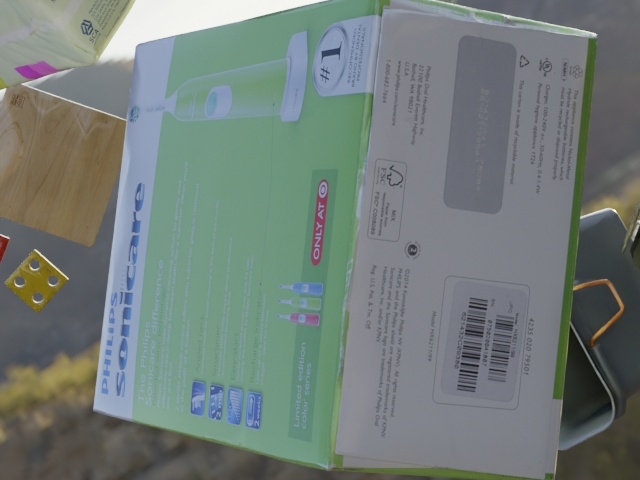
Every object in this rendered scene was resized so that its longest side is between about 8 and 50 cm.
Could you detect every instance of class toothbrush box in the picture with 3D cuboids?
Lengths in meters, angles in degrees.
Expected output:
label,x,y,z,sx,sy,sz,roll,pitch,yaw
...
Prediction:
label,x,y,z,sx,sy,sz,roll,pitch,yaw
toothbrush box,0.000,0.000,0.927,0.122,0.206,0.283,7,-4,-28

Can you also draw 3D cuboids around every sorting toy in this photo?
label,x,y,z,sx,sy,sz,roll,pitch,yaw
sorting toy,-0.273,-0.069,1.899,0.046,0.132,0.274,-128,57,-83

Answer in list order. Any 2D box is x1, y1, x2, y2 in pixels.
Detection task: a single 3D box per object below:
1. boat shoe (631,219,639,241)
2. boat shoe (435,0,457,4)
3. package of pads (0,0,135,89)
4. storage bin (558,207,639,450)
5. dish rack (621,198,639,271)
label,x,y,z,sx,sy,sz,roll,pitch,yaw
boat shoe,0.260,0.043,1.437,0.104,0.110,0.307,-38,0,6
boat shoe,0.085,-0.286,1.763,0.068,0.081,0.227,124,154,-52
package of pads,-0.225,-0.211,1.341,0.296,0.101,0.229,-8,46,44
storage bin,0.165,0.044,1.163,0.091,0.135,0.098,-24,-9,-32
dish rack,0.284,-0.049,1.065,0.074,0.208,0.271,-21,-45,-55
